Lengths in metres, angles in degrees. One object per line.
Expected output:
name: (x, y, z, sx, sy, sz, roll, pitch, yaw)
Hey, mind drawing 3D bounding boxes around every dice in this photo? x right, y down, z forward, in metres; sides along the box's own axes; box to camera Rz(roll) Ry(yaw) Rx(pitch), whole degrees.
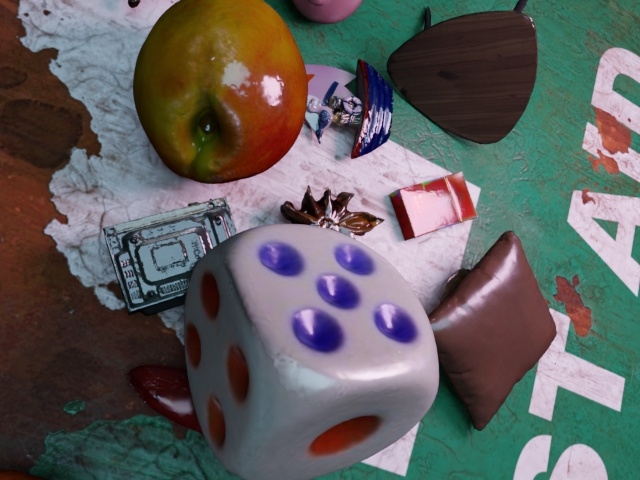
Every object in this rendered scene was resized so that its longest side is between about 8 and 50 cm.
dice: (-0.023, 0.165, 0.789, 0.304, 0.276, 0.304, -1, 44, -32)

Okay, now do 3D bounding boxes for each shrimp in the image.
shrimp: (0.279, 0.138, 1.099, 0.190, 0.042, 0.101, -45, 109, -22)

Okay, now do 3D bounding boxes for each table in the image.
table: (0.356, -0.412, 1.158, 0.317, 0.317, 0.249, 34, 56, -12)

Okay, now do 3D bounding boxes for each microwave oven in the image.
microwave oven: (-0.242, 0.027, 0.875, 0.205, 0.129, 0.163, -18, 86, -22)

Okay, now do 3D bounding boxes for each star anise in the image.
star anise: (0.007, 0.002, 0.998, 0.220, 0.099, 0.214, 29, 85, -19)

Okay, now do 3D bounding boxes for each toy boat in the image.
toy boat: (0.016, -0.310, 1.084, 0.318, 0.072, 0.219, 31, 73, -3)

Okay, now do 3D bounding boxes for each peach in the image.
peach: (-0.164, -0.261, 0.877, 0.308, 0.307, 0.332, 14, 44, -18)

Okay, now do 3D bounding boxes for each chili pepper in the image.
chili pepper: (-0.140, 0.289, 0.883, 0.388, 0.110, 0.110, 18, 74, -14)

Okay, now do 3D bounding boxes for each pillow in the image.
pillow: (0.353, 0.187, 1.060, 0.305, 0.108, 0.307, -42, 116, -20)

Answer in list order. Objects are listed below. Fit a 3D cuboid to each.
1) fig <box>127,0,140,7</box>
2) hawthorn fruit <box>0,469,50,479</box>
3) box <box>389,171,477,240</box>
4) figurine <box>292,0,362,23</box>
fig: (-0.301, -0.546, 0.943, 0.203, 0.203, 0.235, 44, 92, -8)
hawthorn fruit: (-0.451, 0.402, 0.694, 0.262, 0.210, 0.210, 33, 68, 12)
box: (0.248, -0.076, 1.126, 0.175, 0.048, 0.112, -18, 87, -23)
figurine: (0.017, -0.532, 1.058, 0.173, 0.173, 0.173, 4, 79, -20)
